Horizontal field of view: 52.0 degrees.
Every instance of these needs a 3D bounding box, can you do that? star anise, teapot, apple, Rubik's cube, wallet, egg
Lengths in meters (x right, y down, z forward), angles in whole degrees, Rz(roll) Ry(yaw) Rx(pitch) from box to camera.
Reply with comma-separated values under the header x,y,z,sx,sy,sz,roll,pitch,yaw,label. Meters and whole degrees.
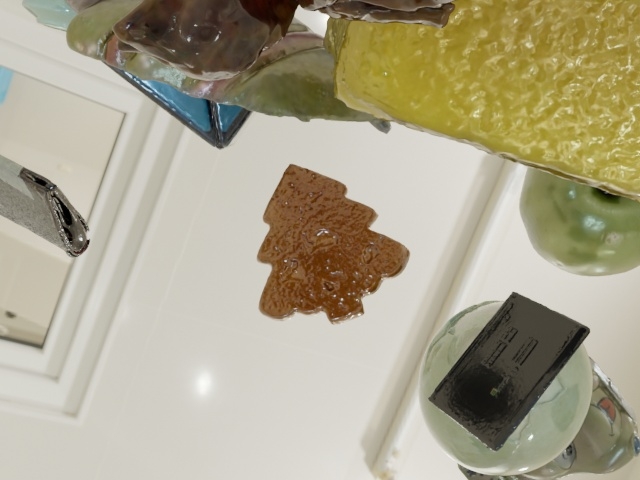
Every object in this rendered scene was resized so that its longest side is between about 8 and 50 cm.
x,y,z,sx,sy,sz,roll,pitch,yaw,label
-0.022,-0.150,0.338,0.196,0.111,0.212,-35,-121,-10,star anise
-0.314,-0.355,0.899,0.232,0.159,0.159,-107,-140,-79,teapot
0.623,-0.086,1.487,0.357,0.357,0.357,-50,-150,42,apple
-0.192,-0.333,1.143,0.260,0.259,0.255,-54,-170,5,Rubik's cube
-0.579,-0.085,1.295,0.071,0.221,0.262,-55,169,-25,wallet
0.312,0.238,1.113,0.278,0.278,0.336,-95,-168,-46,egg

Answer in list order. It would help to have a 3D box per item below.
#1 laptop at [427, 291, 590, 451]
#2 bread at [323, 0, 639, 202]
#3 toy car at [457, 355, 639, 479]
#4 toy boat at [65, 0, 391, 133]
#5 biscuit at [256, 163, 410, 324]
x,y,z,sx,sy,sz,roll,pitch,yaw,label
0.239,0.162,0.850,0.197,0.016,0.135,-51,-147,-6,laptop
0.196,-0.202,0.444,0.143,0.324,0.333,-80,-168,-45,bread
0.489,0.430,1.433,0.336,0.242,0.226,-36,-174,34,toy car
-0.106,-0.208,0.644,0.293,0.276,0.111,52,-43,41,toy boat
0.000,0.000,1.173,0.043,0.284,0.306,67,4,-73,biscuit
